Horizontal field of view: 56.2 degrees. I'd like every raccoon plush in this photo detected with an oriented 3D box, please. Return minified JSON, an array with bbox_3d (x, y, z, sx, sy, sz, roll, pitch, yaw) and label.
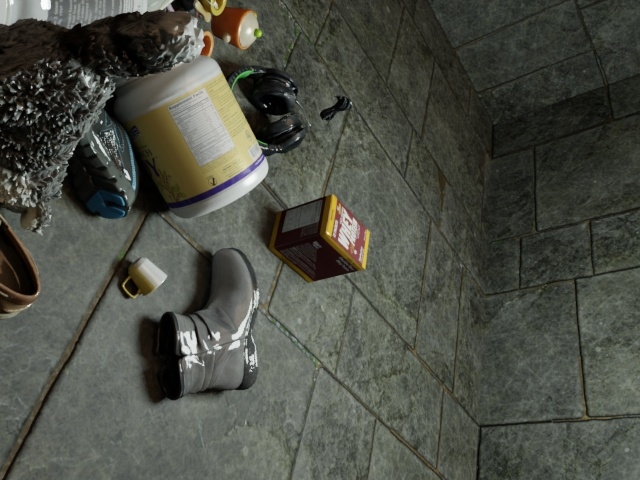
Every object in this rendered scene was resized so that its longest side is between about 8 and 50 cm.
[{"bbox_3d":[-0.377,-0.164,0.940,0.299,0.445,0.216,79,17,-45],"label":"raccoon plush"}]

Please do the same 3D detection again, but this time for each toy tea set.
[{"bbox_3d":[-0.247,-0.442,1.439,0.200,0.124,0.336,8,102,-75],"label":"toy tea set"}]

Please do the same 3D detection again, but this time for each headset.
[{"bbox_3d":[-0.096,-0.367,1.672,0.394,0.185,0.244,-6,82,-45],"label":"headset"}]

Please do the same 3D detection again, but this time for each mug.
[{"bbox_3d":[-0.358,0.072,1.210,0.064,0.062,0.078,53,31,-17],"label":"mug"}]

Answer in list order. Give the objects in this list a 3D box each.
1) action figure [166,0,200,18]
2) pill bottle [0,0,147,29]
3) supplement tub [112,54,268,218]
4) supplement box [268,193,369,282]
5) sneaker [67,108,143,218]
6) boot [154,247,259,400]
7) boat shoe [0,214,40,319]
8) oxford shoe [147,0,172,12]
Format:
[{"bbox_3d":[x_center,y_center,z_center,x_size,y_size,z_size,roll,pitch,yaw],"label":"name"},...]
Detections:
[{"bbox_3d":[-0.224,-0.730,1.458,0.248,0.369,0.276,56,31,-33],"label":"action figure"},{"bbox_3d":[-0.505,-0.444,1.074,0.361,0.204,0.204,-37,107,-56],"label":"pill bottle"},{"bbox_3d":[-0.283,-0.241,1.274,0.332,0.240,0.241,63,34,-21],"label":"supplement tub"},{"bbox_3d":[0.000,0.000,1.649,0.191,0.194,0.129,43,44,-39],"label":"supplement box"},{"bbox_3d":[-0.447,-0.208,1.132,0.140,0.124,0.341,-79,158,-52],"label":"sneaker"},{"bbox_3d":[-0.246,0.164,1.295,0.222,0.118,0.339,12,62,-48],"label":"boot"},{"bbox_3d":[-0.542,-0.026,0.920,0.325,0.116,0.123,59,36,-22],"label":"boat shoe"},{"bbox_3d":[-0.290,-0.675,1.315,0.169,0.130,0.449,42,84,-7],"label":"oxford shoe"}]
